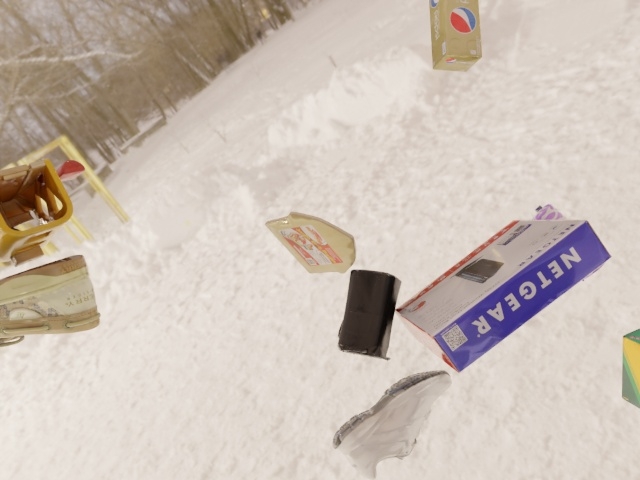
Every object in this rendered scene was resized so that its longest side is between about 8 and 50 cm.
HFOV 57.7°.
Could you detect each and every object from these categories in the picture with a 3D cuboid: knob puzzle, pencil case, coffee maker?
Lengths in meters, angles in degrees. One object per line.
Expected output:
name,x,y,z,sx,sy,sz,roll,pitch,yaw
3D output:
knob puzzle,0.000,0.000,1.236,0.213,0.213,0.030,-11,40,46
pencil case,0.602,0.002,1.431,0.088,0.206,0.086,-51,-10,29
coffee maker,0.107,0.154,1.221,0.171,0.120,0.178,93,-173,-78

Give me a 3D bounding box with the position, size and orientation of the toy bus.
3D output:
toy bus,-0.395,-0.022,0.747,0.191,0.104,0.202,-27,1,4

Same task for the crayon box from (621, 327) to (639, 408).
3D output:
crayon box,0.760,0.307,1.188,0.081,0.165,0.278,-17,21,-19

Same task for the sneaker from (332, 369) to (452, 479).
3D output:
sneaker,0.171,0.390,1.261,0.297,0.129,0.111,-35,-4,-10

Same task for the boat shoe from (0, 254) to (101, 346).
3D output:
boat shoe,-0.388,0.095,0.710,0.285,0.089,0.104,-17,7,30

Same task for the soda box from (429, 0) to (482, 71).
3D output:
soda box,0.215,-0.369,0.935,0.061,0.181,0.058,1,-8,-12

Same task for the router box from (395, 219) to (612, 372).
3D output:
router box,0.328,0.088,1.120,0.335,0.082,0.301,-36,4,-4
